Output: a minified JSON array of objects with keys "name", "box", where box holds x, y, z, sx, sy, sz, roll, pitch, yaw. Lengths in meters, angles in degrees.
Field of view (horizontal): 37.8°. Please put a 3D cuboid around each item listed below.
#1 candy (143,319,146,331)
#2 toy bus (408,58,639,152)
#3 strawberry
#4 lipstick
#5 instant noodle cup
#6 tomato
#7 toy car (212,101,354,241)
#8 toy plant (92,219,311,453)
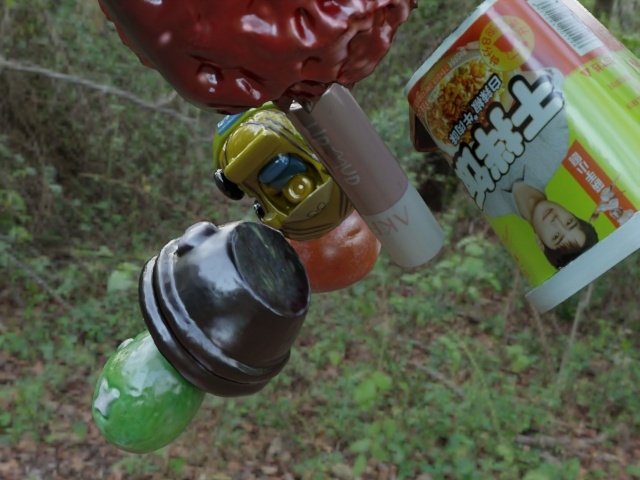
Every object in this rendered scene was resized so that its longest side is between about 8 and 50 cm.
[{"name":"candy","box":[-0.213,0.131,1.313,0.032,0.102,0.178,11,46,-35]},{"name":"toy bus","box":[0.335,-0.216,1.481,0.409,0.093,0.092,-9,27,-9]},{"name":"strawberry","box":[-0.087,-0.287,0.737,0.295,0.345,0.317,-18,39,32]},{"name":"lipstick","box":[0.051,-0.075,1.034,0.254,0.070,0.070,51,-12,-34]},{"name":"instant noodle cup","box":[0.277,-0.123,1.079,0.308,0.294,0.294,54,28,10]},{"name":"tomato","box":[-0.002,-0.001,1.715,0.232,0.188,0.232,-4,-24,-2]},{"name":"toy car","box":[-0.041,-0.095,1.375,0.248,0.200,0.142,35,22,-30]},{"name":"toy plant","box":[-0.126,0.096,0.956,0.175,0.235,0.218,41,30,-15]}]
